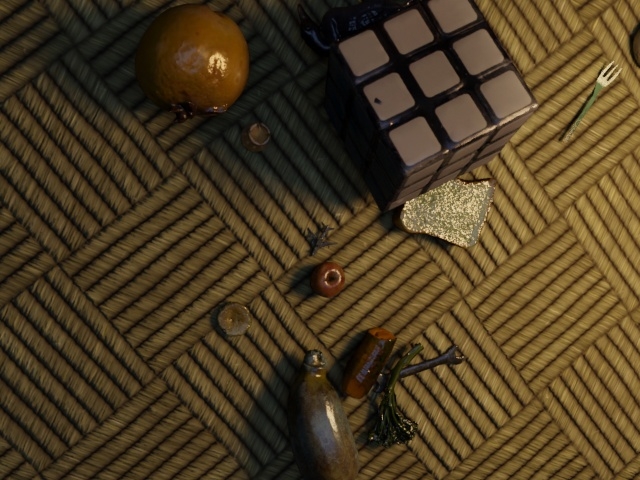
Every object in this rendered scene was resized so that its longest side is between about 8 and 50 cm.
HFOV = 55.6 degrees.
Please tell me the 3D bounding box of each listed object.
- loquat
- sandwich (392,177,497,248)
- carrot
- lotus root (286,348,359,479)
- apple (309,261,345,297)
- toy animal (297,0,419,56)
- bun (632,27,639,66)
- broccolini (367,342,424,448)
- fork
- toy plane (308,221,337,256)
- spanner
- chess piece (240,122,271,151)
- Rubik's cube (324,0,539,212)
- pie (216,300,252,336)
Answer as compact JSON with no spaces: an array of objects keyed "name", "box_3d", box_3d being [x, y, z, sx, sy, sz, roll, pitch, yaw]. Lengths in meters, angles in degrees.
[{"name":"loquat","box_3d":[-0.258,-0.354,1.236,0.244,0.244,0.244,-1,95,-10]},{"name":"sandwich","box_3d":[0.290,-0.088,1.438,0.214,0.065,0.186,18,91,-10]},{"name":"carrot","box_3d":[0.110,0.286,1.429,0.082,0.082,0.173,27,89,-11]},{"name":"lotus root","box_3d":[-0.010,0.413,1.381,0.140,0.158,0.322,-16,90,-9]},{"name":"apple","box_3d":[0.015,0.090,1.401,0.084,0.071,0.084,0,91,-17]},{"name":"toy animal","box_3d":[0.097,-0.504,1.342,0.298,0.122,0.185,-6,85,-17]},{"name":"bun","box_3d":[0.853,-0.486,1.495,0.138,0.094,0.138,-1,93,-14]},{"name":"broccolini","box_3d":[0.210,0.378,1.461,0.123,0.062,0.271,19,94,-27]},{"name":"fork","box_3d":[0.667,-0.342,1.510,0.039,0.021,0.235,36,89,-7]},{"name":"toy plane","box_3d":[0.000,-0.001,1.413,0.078,0.024,0.084,28,89,7]},{"name":"spanner","box_3d":[0.237,0.314,1.487,0.254,0.015,0.054,-17,96,-9]},{"name":"chess piece","box_3d":[-0.139,-0.228,1.318,0.066,0.122,0.066,-1,95,-10]},{"name":"Rubik's cube","box_3d":[0.205,-0.275,1.255,0.304,0.305,0.301,-27,81,-5]},{"name":"pie","box_3d":[-0.197,0.181,1.394,0.084,0.020,0.084,-1,97,-10]}]
